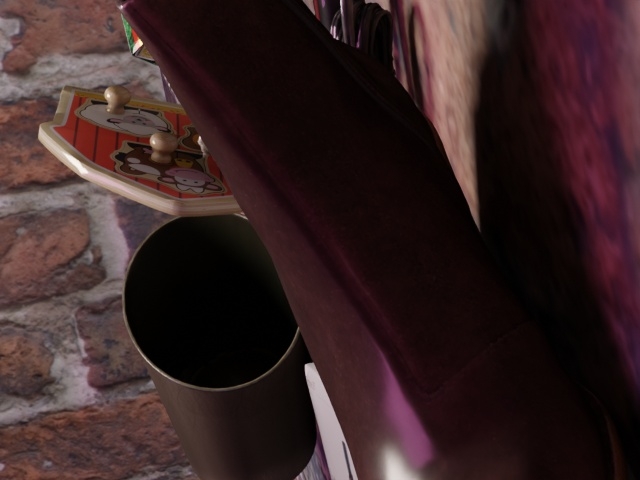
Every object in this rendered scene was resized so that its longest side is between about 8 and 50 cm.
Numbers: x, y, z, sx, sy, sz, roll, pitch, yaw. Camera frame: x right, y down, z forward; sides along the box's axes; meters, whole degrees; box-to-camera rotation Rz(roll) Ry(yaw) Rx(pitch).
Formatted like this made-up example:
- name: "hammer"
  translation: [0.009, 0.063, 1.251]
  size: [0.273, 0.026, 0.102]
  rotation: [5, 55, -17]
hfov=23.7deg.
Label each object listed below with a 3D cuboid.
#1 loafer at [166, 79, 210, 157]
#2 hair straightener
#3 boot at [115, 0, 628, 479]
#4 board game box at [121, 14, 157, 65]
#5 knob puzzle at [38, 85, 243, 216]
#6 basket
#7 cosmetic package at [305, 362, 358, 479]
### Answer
- name: "loafer"
  translation: [-0.071, -0.148, 1.057]
  size: [0.251, 0.087, 0.094]
  rotation: [-111, 11, -45]
- name: "hair straightener"
  translation: [0.027, -0.057, 0.695]
  size: [0.089, 0.047, 0.230]
  rotation: [-114, 17, -54]
- name: "boot"
  translation: [0.000, 0.000, 0.498]
  size: [0.207, 0.090, 0.248]
  rotation: [47, -164, -29]
- name: "board game box"
  translation: [-0.106, -0.262, 1.041]
  size: [0.136, 0.030, 0.260]
  rotation: [-40, 55, 35]
- name: "knob puzzle"
  translation: [-0.097, -0.067, 1.056]
  size: [0.213, 0.213, 0.030]
  rotation: [-117, 37, -61]
- name: "basket"
  translation: [-0.078, 0.121, 1.380]
  size: [0.227, 0.154, 0.204]
  rotation: [79, 171, -48]
- name: "cosmetic package"
  translation: [0.043, 0.113, 0.765]
  size: [0.239, 0.060, 0.099]
  rotation: [-175, 73, -82]
